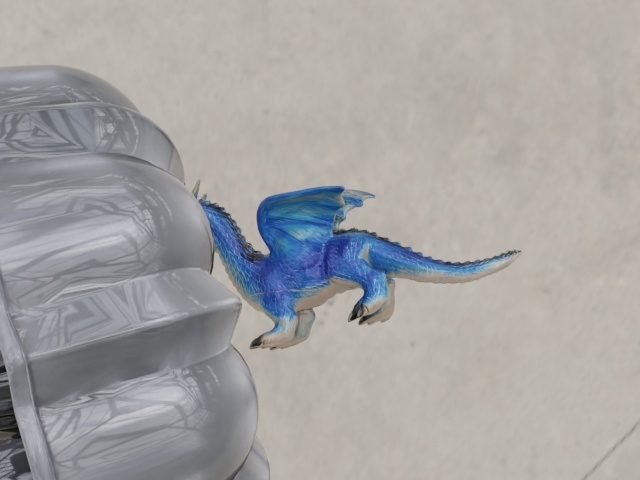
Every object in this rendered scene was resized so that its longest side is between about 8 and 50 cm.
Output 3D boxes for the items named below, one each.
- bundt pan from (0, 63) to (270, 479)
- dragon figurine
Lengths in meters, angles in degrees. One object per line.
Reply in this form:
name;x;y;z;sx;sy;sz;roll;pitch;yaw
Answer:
bundt pan;-0.122;0.057;0.871;0.124;0.331;0.331;-16;65;-19
dragon figurine;0.000;0.000;1.359;0.289;0.085;0.144;-17;82;18
